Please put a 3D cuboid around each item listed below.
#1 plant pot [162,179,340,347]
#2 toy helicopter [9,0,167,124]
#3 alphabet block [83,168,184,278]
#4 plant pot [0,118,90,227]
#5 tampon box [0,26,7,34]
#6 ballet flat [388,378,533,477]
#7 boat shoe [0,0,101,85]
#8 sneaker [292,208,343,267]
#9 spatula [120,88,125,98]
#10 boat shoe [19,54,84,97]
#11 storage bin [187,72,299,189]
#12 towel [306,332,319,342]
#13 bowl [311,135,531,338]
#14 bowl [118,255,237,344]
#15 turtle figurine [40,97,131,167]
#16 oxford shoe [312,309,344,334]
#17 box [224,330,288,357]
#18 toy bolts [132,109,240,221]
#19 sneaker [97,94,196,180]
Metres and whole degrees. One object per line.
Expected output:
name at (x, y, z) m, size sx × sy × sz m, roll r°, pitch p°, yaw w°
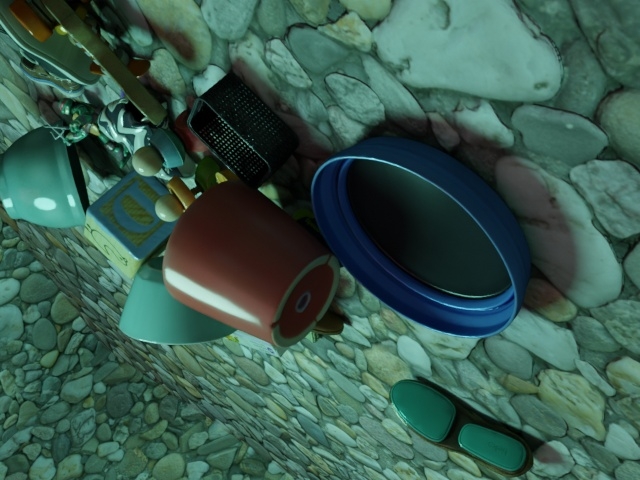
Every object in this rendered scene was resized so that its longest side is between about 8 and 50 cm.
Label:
plant pot at (-0.115, 0.057, 1.278) m, size 0.243 × 0.275 × 0.275 m, roll 31°, pitch 151°, yaw 26°
toy helicopter at (-0.407, -0.343, 1.311) m, size 0.355 × 0.140 × 0.235 m, roll 48°, pitch 178°, yaw 16°
alphabet block at (-0.484, -0.044, 1.795) m, size 0.192 × 0.193 × 0.197 m, roll 45°, pitch 153°, yaw -1°
plant pot at (-0.747, -0.160, 1.833) m, size 0.293 × 0.196 × 0.293 m, roll 166°, pitch 90°, yaw -78°
tampon box at (-0.639, -0.518, 1.419) m, size 0.120 × 0.101 × 0.161 m, roll 27°, pitch 148°, yaw 28°
ballet flat at (0.310, 0.419, 1.518) m, size 0.342 × 0.116 × 0.124 m, roll 20°, pitch 165°, yaw 31°
boat shoe at (-0.575, -0.414, 1.389) m, size 0.091 × 0.114 × 0.302 m, roll 12°, pitch 159°, yaw 28°
sneaker at (0.000, 0.000, 1.366) m, size 0.144 × 0.053 × 0.059 m, roll 47°, pitch 154°, yaw 11°
spatula at (-0.411, -0.250, 1.576) m, size 0.084 × 0.030 × 0.296 m, roll 29°, pitch 151°, yaw 11°
boat shoe at (-0.641, -0.409, 1.630) m, size 0.183 × 0.066 × 0.066 m, roll 25°, pitch 145°, yaw 12°
storage bin at (-0.141, -0.195, 1.237) m, size 0.180 × 0.084 × 0.122 m, roll 44°, pitch 153°, yaw -3°
towel at (-0.054, 0.198, 1.748) m, size 0.110 × 0.027 × 0.148 m, roll 28°, pitch 150°, yaw 28°
bowl at (0.159, -0.003, 1.119) m, size 0.391 × 0.077 × 0.391 m, roll 32°, pitch 151°, yaw 20°
bowl at (-0.354, 0.135, 1.746) m, size 0.311 × 0.311 × 0.163 m, roll 16°, pitch 109°, yaw 41°
turtle figurine at (-0.562, -0.274, 1.655) m, size 0.234 × 0.118 × 0.175 m, roll 31°, pitch 170°, yaw -10°
oxford shoe at (-0.029, 0.152, 1.582) m, size 0.212 × 0.076 × 0.076 m, roll 28°, pitch 125°, yaw -13°
box at (-0.212, 0.273, 2.026) m, size 0.324 × 0.067 × 0.063 m, roll 6°, pitch 136°, yaw 48°
toy bolts at (-0.271, -0.123, 1.392) m, size 0.218 × 0.158 × 0.228 m, roll 34°, pitch 154°, yaw 48°
sneaker at (-0.344, -0.225, 1.452) m, size 0.235 × 0.094 × 0.153 m, roll 43°, pitch 146°, yaw -17°
